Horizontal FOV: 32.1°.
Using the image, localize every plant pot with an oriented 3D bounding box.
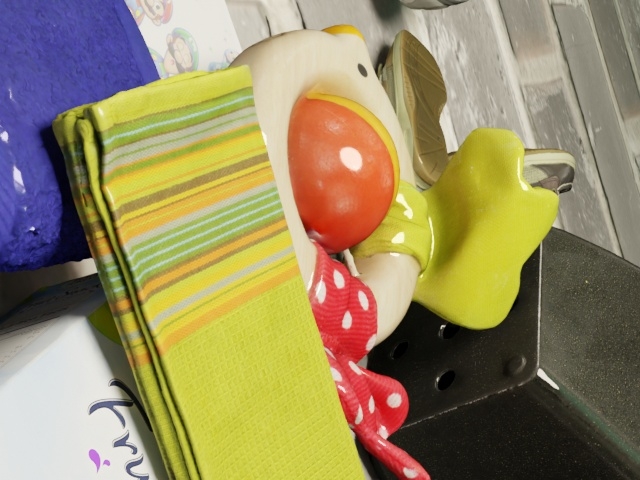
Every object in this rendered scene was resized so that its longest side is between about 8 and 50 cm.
[{"bbox_3d":[0.130,0.103,0.697,0.167,0.187,0.188,42,39,-27],"label":"plant pot"}]

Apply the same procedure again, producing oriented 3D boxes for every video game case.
[{"bbox_3d":[-0.071,-0.070,0.561,0.143,0.019,0.157,-34,106,-62],"label":"video game case"}]

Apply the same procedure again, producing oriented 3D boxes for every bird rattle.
[{"bbox_3d":[0.000,0.000,0.564,0.253,0.143,0.206,-38,110,-47],"label":"bird rattle"}]

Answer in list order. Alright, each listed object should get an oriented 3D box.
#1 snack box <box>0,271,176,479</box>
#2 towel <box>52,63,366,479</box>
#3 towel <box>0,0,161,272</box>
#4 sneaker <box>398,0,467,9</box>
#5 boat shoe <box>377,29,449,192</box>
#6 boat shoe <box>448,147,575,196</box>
[{"bbox_3d":[-0.088,0.125,0.369,0.174,0.070,0.207,67,26,-15],"label":"snack box"},{"bbox_3d":[-0.022,0.055,0.411,0.102,0.021,0.237,-31,107,-54],"label":"towel"},{"bbox_3d":[-0.171,-0.088,0.328,0.308,0.076,0.227,-11,80,-63],"label":"towel"},{"bbox_3d":[0.098,-0.309,0.872,0.129,0.111,0.297,56,38,-53],"label":"sneaker"},{"bbox_3d":[0.060,-0.092,0.809,0.056,0.048,0.153,33,40,-37],"label":"boat shoe"},{"bbox_3d":[0.150,-0.036,0.912,0.224,0.080,0.073,-4,86,-58],"label":"boat shoe"}]
